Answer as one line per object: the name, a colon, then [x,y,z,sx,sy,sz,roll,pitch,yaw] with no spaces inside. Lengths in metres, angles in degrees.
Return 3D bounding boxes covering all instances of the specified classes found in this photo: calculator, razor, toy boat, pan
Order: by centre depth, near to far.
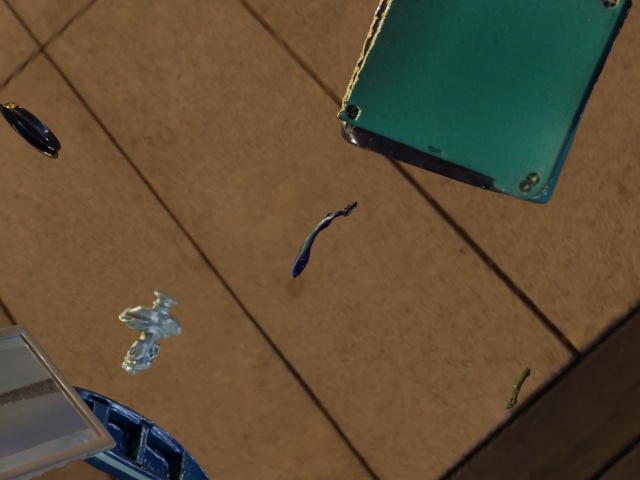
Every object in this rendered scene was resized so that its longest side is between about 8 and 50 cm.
calculator: [0.170,-0.185,1.166,0.274,0.058,0.248,21,91,27]
razor: [-0.003,-0.003,1.612,0.028,0.044,0.154,42,118,3]
toy boat: [-0.294,0.329,1.710,0.062,0.299,0.096,-36,33,27]
pan: [-0.555,-0.232,1.962,0.028,0.235,0.136,-55,30,-16]

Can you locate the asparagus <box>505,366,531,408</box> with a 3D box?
asparagus: [0.309,0.228,1.704,0.016,0.163,0.016,12,108,17]

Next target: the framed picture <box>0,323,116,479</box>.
framed picture: [-0.402,0.197,1.259,0.213,0.289,0.016,45,119,22]

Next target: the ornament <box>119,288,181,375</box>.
ornament: [-0.188,0.099,1.212,0.069,0.041,0.092,-4,105,-12]
